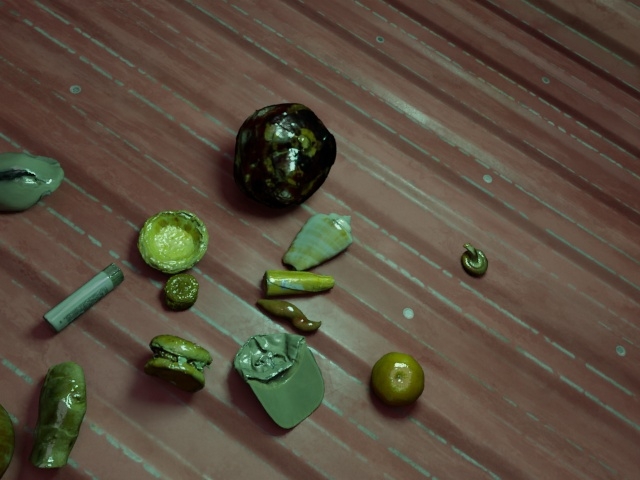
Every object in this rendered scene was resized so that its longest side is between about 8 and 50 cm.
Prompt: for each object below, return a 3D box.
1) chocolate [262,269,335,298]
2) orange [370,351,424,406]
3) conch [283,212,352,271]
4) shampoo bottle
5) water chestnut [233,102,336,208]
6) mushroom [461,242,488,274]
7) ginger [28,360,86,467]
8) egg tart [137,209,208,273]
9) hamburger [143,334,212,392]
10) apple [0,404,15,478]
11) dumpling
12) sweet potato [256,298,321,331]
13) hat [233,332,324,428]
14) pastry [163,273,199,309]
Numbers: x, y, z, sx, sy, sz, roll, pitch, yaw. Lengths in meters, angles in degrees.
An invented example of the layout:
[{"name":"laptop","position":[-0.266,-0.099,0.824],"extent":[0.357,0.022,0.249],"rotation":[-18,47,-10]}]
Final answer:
[{"name":"chocolate","position":[-0.063,0.126,1.746],"extent":[0.220,0.085,0.085],"rotation":[-1,63,-17]},{"name":"orange","position":[0.221,0.397,1.646],"extent":[0.155,0.134,0.154],"rotation":[-2,75,7]},{"name":"conch","position":[0.003,-0.006,1.802],"extent":[0.158,0.127,0.255],"rotation":[41,61,9]},{"name":"shampoo bottle","position":[-0.645,0.156,1.577],"extent":[0.056,0.086,0.227],"rotation":[42,62,8]},{"name":"water chestnut","position":[-0.141,-0.269,1.829],"extent":[0.347,0.335,0.335],"rotation":[15,48,44]},{"name":"mushroom","position":[0.505,0.053,1.920],"extent":[0.088,0.073,0.129],"rotation":[-43,113,-15]},{"name":"ginger","position":[-0.642,0.426,1.420],"extent":[0.117,0.109,0.262],"rotation":[9,62,-12]},{"name":"egg tart","position":[-0.435,0.006,1.709],"extent":[0.213,0.090,0.212],"rotation":[5,62,-9]},{"name":"hamburger","position":[-0.365,0.320,1.518],"extent":[0.186,0.177,0.113],"rotation":[0,51,17]},{"name":"apple","position":[-0.853,0.463,1.269],"extent":[0.309,0.250,0.277],"rotation":[-27,72,-22]},{"name":"dumpling","position":[-0.899,-0.193,1.664],"extent":[0.293,0.163,0.204],"rotation":[-9,69,-5]},{"name":"sweet potato","position":[-0.094,0.215,1.700],"extent":[0.202,0.058,0.055],"rotation":[27,62,4]},{"name":"hat","position":[-0.122,0.384,1.601],"extent":[0.214,0.149,0.244],"rotation":[-27,108,-33]},{"name":"pastry","position":[-0.402,0.149,1.662],"extent":[0.097,0.057,0.109],"rotation":[29,57,8]}]
